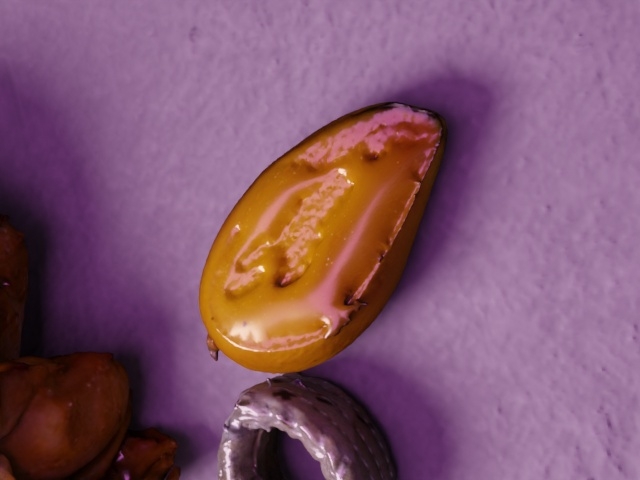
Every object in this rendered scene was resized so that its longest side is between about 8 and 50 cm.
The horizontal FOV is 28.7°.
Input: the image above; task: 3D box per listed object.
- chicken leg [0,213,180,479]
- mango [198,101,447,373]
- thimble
[{"bbox_3d":[-0.232,0.157,0.758,0.295,0.182,0.409,11,110,5],"label":"chicken leg"},{"bbox_3d":[0.000,0.000,0.676,0.101,0.066,0.187,42,105,21],"label":"mango"},{"bbox_3d":[-0.009,0.126,0.696,0.084,0.062,0.110,-25,87,23],"label":"thimble"}]
